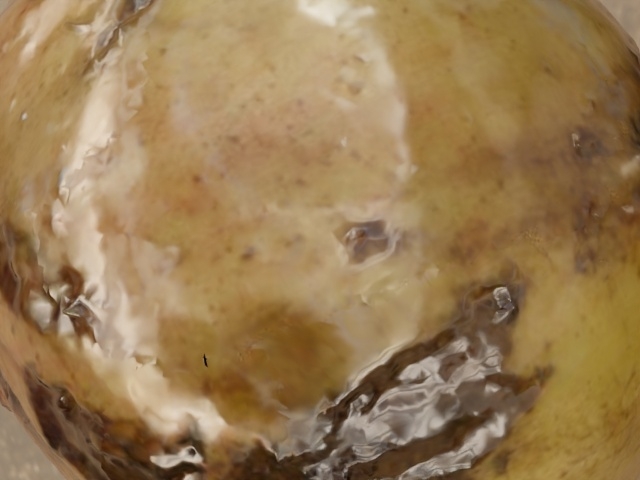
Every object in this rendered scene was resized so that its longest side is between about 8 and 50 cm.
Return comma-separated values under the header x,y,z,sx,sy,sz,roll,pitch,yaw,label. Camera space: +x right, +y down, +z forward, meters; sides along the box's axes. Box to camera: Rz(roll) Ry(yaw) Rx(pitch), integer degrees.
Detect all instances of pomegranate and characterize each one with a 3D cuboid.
x,y,z,sx,sy,sz,roll,pitch,yaw,label
0.000,0.000,0.665,0.322,0.322,0.322,0,62,0,pomegranate
